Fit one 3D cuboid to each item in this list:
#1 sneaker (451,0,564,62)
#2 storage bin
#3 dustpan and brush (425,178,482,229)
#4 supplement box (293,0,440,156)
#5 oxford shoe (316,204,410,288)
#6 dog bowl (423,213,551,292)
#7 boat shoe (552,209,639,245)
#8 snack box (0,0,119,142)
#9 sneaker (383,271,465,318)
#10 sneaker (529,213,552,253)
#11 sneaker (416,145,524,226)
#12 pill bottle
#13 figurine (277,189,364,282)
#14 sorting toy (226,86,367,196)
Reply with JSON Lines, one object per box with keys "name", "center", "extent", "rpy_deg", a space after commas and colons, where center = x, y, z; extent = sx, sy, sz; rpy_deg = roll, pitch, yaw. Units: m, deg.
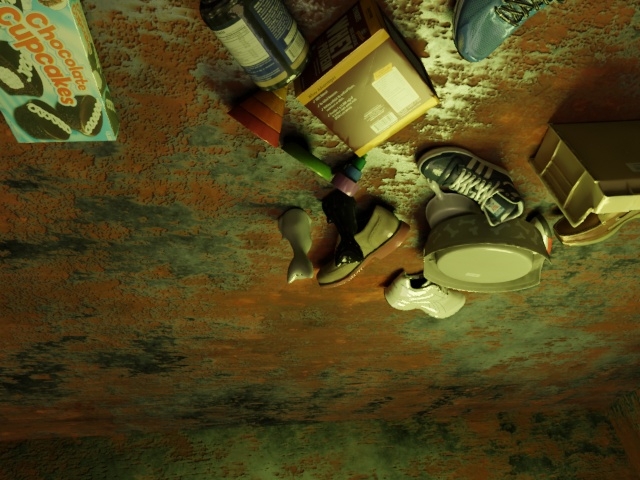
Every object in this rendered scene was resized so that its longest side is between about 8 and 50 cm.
{"name": "sneaker", "center": [0.343, -0.428, 0.742], "extent": [0.129, 0.147, 0.330], "rpy_deg": [14, 137, -25]}
{"name": "storage bin", "center": [0.671, -0.155, 1.050], "extent": [0.262, 0.260, 0.123], "rpy_deg": [-3, 137, -6]}
{"name": "dustpan and brush", "center": [0.332, -0.098, 1.229], "extent": [0.147, 0.060, 0.211], "rpy_deg": [-17, 149, 30]}
{"name": "supplement box", "center": [0.081, -0.300, 0.866], "extent": [0.191, 0.129, 0.194], "rpy_deg": [-31, 136, 27]}
{"name": "oxford shoe", "center": [0.088, 0.016, 1.300], "extent": [0.130, 0.123, 0.348], "rpy_deg": [41, 126, -13]}
{"name": "dog bowl", "center": [0.453, 0.040, 1.283], "extent": [0.348, 0.102, 0.349], "rpy_deg": [8, 156, 4]}
{"name": "boat shoe", "center": [0.801, -0.100, 1.263], "extent": [0.324, 0.123, 0.120], "rpy_deg": [-27, 133, 10]}
{"name": "snack box", "center": [-0.491, -0.316, 0.801], "extent": [0.187, 0.060, 0.322], "rpy_deg": [-3, 141, -7]}
{"name": "sneaker", "center": [0.364, 0.176, 1.528], "extent": [0.297, 0.111, 0.129], "rpy_deg": [8, 133, -21]}
{"name": "sneaker", "center": [0.604, 0.035, 1.403], "extent": [0.144, 0.090, 0.270], "rpy_deg": [-15, 143, 5]}
{"name": "sneaker", "center": [0.372, -0.128, 1.111], "extent": [0.282, 0.153, 0.099], "rpy_deg": [12, 137, -23]}
{"name": "pill bottle", "center": [-0.117, -0.366, 0.757], "extent": [0.122, 0.123, 0.219], "rpy_deg": [-25, 138, 19]}
{"name": "figurine", "center": [0.000, 0.000, 1.159], "extent": [0.214, 0.210, 0.092], "rpy_deg": [-20, 140, 15]}
{"name": "sorting toy", "center": [-0.020, -0.224, 0.993], "extent": [0.365, 0.127, 0.126], "rpy_deg": [27, 100, -39]}
